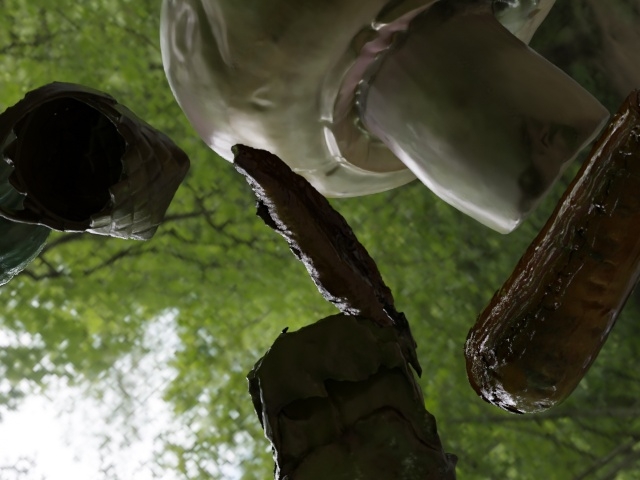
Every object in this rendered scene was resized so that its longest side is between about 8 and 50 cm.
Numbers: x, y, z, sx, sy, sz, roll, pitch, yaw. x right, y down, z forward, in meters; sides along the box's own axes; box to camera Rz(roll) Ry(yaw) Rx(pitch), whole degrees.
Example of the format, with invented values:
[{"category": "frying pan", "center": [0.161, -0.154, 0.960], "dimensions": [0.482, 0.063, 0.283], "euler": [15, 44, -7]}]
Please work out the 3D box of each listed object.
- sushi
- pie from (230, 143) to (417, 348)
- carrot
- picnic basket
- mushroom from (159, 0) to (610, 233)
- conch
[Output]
[{"category": "sushi", "center": [0.023, 0.180, 0.623], "dimensions": [0.131, 0.139, 0.290], "euler": [-117, 10, -61]}, {"category": "pie", "center": [-0.001, -0.002, 0.627], "dimensions": [0.191, 0.033, 0.088], "euler": [49, -160, -28]}, {"category": "carrot", "center": [0.112, 0.009, 0.417], "dimensions": [0.055, 0.161, 0.055], "euler": [16, -147, -11]}, {"category": "picnic basket", "center": [-0.216, -0.071, 0.820], "dimensions": [0.138, 0.128, 0.178], "euler": [32, -165, 26]}, {"category": "mushroom", "center": [0.065, -0.176, 0.786], "dimensions": [0.353, 0.353, 0.325], "euler": [46, -168, -2]}, {"category": "conch", "center": [-0.389, -0.052, 1.037], "dimensions": [0.196, 0.277, 0.220], "euler": [-18, -101, -34]}]
